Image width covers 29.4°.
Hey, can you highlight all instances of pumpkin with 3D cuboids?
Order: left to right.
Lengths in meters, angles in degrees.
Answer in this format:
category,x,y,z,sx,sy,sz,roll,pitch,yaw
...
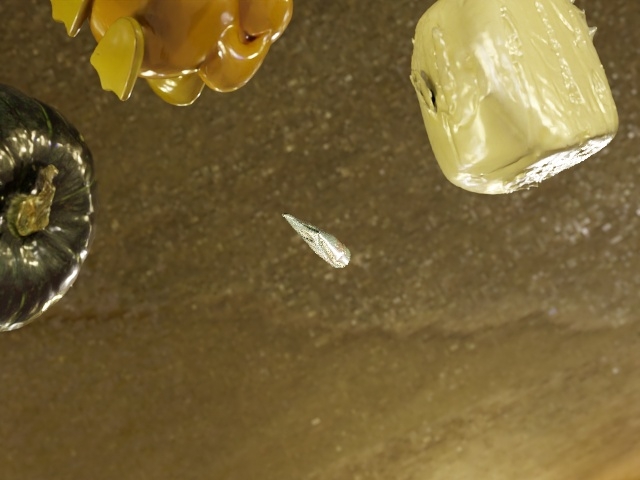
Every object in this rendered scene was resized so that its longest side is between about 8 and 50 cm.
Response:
category,x,y,z,sx,sy,sz,roll,pitch,yaw
pumpkin,-0.426,-0.040,1.493,0.323,0.241,0.323,-22,119,-47

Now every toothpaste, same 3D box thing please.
category,x,y,z,sx,sy,sz,roll,pitch,yaw
toothpaste,0.000,0.000,1.674,0.036,0.056,0.205,-64,161,-5

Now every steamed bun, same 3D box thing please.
category,x,y,z,sx,sy,sz,roll,pitch,yaw
steamed bun,0.203,-0.172,1.362,0.166,0.232,0.273,-28,175,40

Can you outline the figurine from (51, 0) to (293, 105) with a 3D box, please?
category,x,y,z,sx,sy,sz,roll,pitch,yaw
figurine,-0.144,-0.241,1.278,0.215,0.215,0.228,-34,162,17
